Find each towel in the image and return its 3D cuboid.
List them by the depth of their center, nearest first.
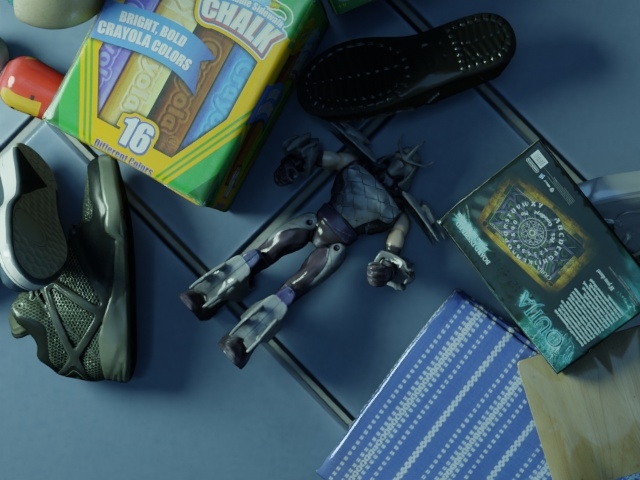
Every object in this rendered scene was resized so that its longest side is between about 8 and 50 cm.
[{"bbox_3d":[0.199,0.237,1.583,0.336,0.040,0.243,37,94,6],"label":"towel"}]

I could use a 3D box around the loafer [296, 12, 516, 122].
[{"bbox_3d":[0.087,-0.156,1.570,0.220,0.078,0.080,-12,66,6],"label":"loafer"}]

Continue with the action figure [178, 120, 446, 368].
[{"bbox_3d":[0.000,0.000,1.570,0.285,0.099,0.185,-42,76,-1],"label":"action figure"}]

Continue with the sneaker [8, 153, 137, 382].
[{"bbox_3d":[-0.249,0.027,1.593,0.130,0.087,0.228,1,94,-2],"label":"sneaker"}]

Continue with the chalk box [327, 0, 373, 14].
[{"bbox_3d":[0.040,-0.315,1.522,0.132,0.213,0.132,-24,52,3],"label":"chalk box"}]

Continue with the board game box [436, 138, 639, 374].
[{"bbox_3d":[0.214,0.016,1.499,0.126,0.026,0.186,-38,84,11],"label":"board game box"}]

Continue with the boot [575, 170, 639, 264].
[{"bbox_3d":[0.318,-0.002,1.541,0.258,0.095,0.123,-11,81,3],"label":"boot"}]

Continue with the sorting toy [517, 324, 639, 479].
[{"bbox_3d":[0.267,0.152,1.531,0.132,0.046,0.274,-17,86,5],"label":"sorting toy"}]

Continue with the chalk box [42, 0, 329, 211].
[{"bbox_3d":[-0.106,-0.195,1.539,0.179,0.180,0.289,30,93,5],"label":"chalk box"}]

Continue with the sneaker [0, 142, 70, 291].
[{"bbox_3d":[-0.329,0.017,1.544,0.163,0.226,0.086,-37,118,11],"label":"sneaker"}]

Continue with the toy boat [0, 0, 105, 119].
[{"bbox_3d":[-0.265,-0.257,1.544,0.148,0.267,0.318,27,123,0],"label":"toy boat"}]
